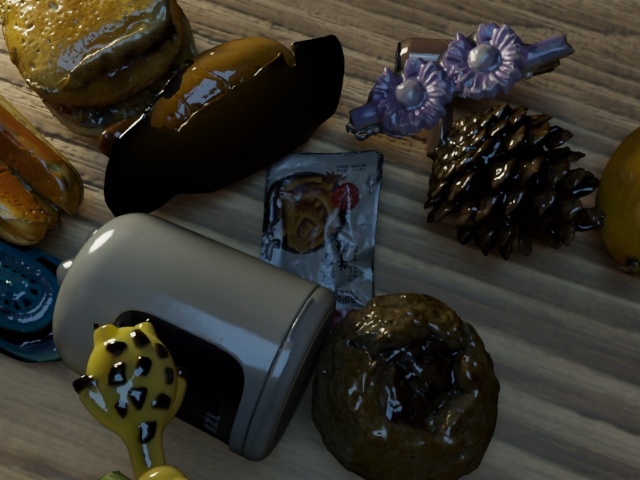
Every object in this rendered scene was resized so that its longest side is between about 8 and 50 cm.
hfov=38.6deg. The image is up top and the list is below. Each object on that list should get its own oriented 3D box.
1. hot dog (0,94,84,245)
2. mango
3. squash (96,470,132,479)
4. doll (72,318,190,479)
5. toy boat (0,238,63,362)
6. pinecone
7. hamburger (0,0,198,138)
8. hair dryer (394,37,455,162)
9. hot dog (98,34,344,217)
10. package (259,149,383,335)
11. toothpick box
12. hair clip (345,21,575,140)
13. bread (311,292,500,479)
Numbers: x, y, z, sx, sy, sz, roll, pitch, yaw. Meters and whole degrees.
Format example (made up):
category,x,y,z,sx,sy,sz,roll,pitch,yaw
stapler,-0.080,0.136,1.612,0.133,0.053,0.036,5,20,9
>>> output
category,x,y,z,sx,sy,sz,roll,pitch,yaw
hot dog,-0.444,-0.128,1.160,0.337,0.100,0.135,40,70,10
mango,0.452,-0.074,1.136,0.176,0.119,0.317,42,70,14
squash,-0.128,0.446,0.912,0.384,0.263,0.263,32,77,8
doll,-0.159,0.208,0.860,0.117,0.086,0.291,-5,63,-28
toy boat,-0.416,0.045,1.115,0.298,0.092,0.134,24,72,8
pinecone,0.231,-0.063,1.100,0.204,0.184,0.179,37,71,-15
hamburger,-0.277,-0.256,1.165,0.244,0.163,0.245,-3,72,8
hair dryer,0.152,-0.174,1.191,0.117,0.064,0.182,4,80,2
hot dog,-0.137,-0.169,1.127,0.326,0.194,0.107,-20,44,-26
package,0.000,0.000,1.151,0.154,0.030,0.239,1,79,12
toothpick box,-0.155,0.085,1.046,0.316,0.229,0.229,24,76,8
hair clip,0.166,-0.197,1.136,0.292,0.084,0.106,-20,69,4
bread,0.102,0.172,1.036,0.229,0.123,0.230,3,79,-17
